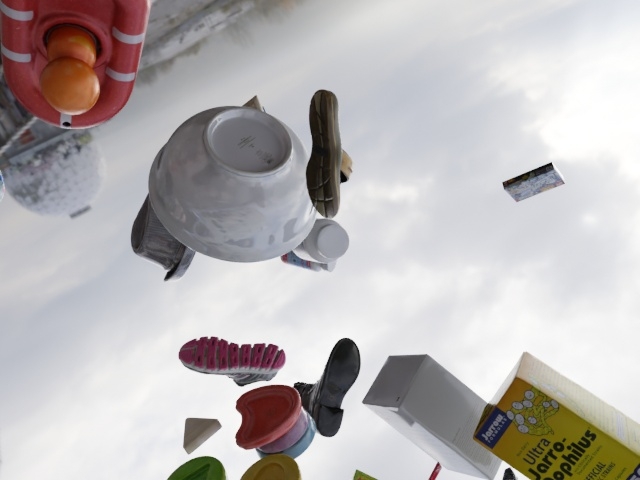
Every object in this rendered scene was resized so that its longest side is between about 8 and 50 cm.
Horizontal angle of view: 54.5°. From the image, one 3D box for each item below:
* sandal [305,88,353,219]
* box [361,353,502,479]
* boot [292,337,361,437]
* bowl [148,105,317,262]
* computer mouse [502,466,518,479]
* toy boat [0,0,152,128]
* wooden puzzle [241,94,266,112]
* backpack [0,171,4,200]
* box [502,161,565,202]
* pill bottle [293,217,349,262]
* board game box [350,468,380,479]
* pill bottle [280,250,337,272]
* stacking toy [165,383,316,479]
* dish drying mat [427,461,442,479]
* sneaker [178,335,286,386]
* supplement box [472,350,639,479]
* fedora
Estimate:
[{"bbox_3d":[0.017,-0.108,0.808,0.049,0.180,0.072,-15,-147,-26],"label":"sandal"},{"bbox_3d":[0.324,0.481,1.714,0.168,0.345,0.215,-56,-167,-22],"label":"box"},{"bbox_3d":[-0.014,0.369,1.550,0.229,0.091,0.263,-20,-134,60],"label":"boot"},{"bbox_3d":[-0.129,-0.122,1.021,0.297,0.298,0.134,-37,164,-33],"label":"bowl"},{"bbox_3d":[0.558,0.663,1.779,0.041,0.071,0.242,-18,-171,27],"label":"computer mouse"},{"bbox_3d":[-0.272,-0.201,0.679,0.150,0.151,0.231,5,148,-23],"label":"toy boat"},{"bbox_3d":[-0.177,-0.294,1.817,0.044,0.221,0.238,-25,-173,-23],"label":"wooden puzzle"},{"bbox_3d":[-0.695,-0.104,1.070,0.253,0.225,0.191,-16,-156,18],"label":"backpack"},{"bbox_3d":[0.563,-0.152,1.641,0.137,0.094,0.027,-23,-123,30],"label":"box"},{"bbox_3d":[0.000,0.000,1.315,0.094,0.094,0.169,-30,-169,-15],"label":"pill bottle"},{"bbox_3d":[0.118,0.817,1.926,0.043,0.092,0.181,112,3,-52],"label":"board game box"},{"bbox_3d":[-0.034,0.045,1.856,0.160,0.087,0.087,13,-146,26],"label":"pill bottle"},{"bbox_3d":[-0.139,0.438,1.180,0.279,0.131,0.309,-18,-152,12],"label":"stacking toy"},{"bbox_3d":[0.291,0.617,1.610,0.008,0.032,0.083,12,-128,39],"label":"dish drying mat"},{"bbox_3d":[-0.143,0.200,1.001,0.170,0.075,0.063,5,-131,-8],"label":"sneaker"},{"bbox_3d":[0.565,0.454,1.426,0.194,0.356,0.195,-63,163,19],"label":"supplement box"},{"bbox_3d":[-0.316,-0.049,1.301,0.244,0.124,0.276,-46,-151,46],"label":"fedora"}]
